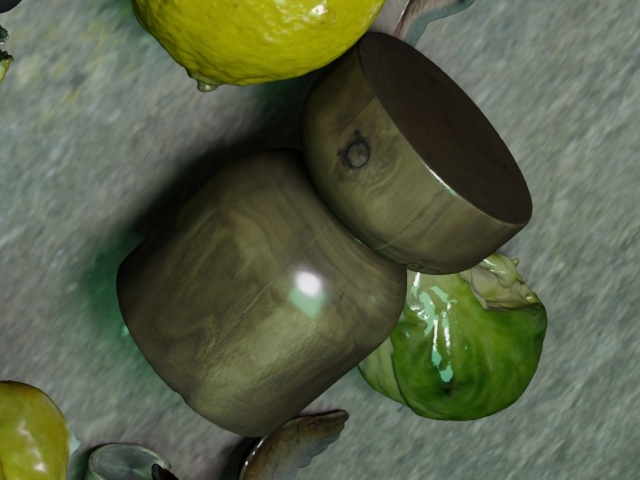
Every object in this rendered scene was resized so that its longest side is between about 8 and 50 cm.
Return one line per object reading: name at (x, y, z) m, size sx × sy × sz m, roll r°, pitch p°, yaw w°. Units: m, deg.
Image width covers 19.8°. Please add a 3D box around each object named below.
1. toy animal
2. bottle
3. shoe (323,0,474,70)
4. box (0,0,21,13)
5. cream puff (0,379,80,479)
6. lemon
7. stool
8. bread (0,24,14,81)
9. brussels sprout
toy animal at (-0.055, 0.230, 1.469) m, size 0.272 × 0.160 × 0.197 m, roll -54°, pitch 145°, yaw -16°
bottle at (-0.177, 0.271, 1.527) m, size 0.072 × 0.072 × 0.201 m, roll 4°, pitch 117°, yaw -23°
shoe at (0.073, -0.214, 1.323) m, size 0.103 × 0.100 × 0.251 m, roll 13°, pitch 118°, yaw -29°
box at (-0.295, -0.291, 1.155) m, size 0.289 × 0.073 × 0.290 m, roll 7°, pitch 116°, yaw -24°
cream puff at (-0.328, 0.224, 1.284) m, size 0.378 × 0.378 × 0.275 m, roll -30°, pitch 153°, yaw -2°
lemon at (-0.038, -0.207, 1.229) m, size 0.192 × 0.192 × 0.231 m, roll 10°, pitch 105°, yaw -25°
stool at (0.000, 0.000, 1.338) m, size 0.179 × 0.179 × 0.264 m, roll 32°, pitch 118°, yaw -32°
bread at (-0.289, -0.090, 1.257) m, size 0.156 × 0.103 × 0.110 m, roll -4°, pitch 115°, yaw -11°
brussels sprout at (0.098, 0.072, 1.478) m, size 0.183 × 0.131 × 0.145 m, roll 18°, pitch 106°, yaw -34°
